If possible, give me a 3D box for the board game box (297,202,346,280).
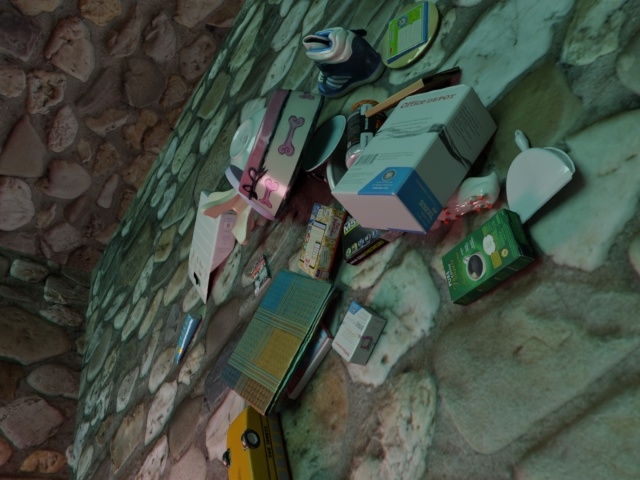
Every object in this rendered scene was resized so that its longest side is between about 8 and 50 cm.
[{"bbox_3d":[0.000,0.000,1.489,0.147,0.045,0.193,27,102,67],"label":"board game box"}]

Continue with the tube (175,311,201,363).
[{"bbox_3d":[-0.524,0.376,2.087,0.207,0.052,0.080,-64,20,16],"label":"tube"}]

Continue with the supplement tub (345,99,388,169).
[{"bbox_3d":[0.127,-0.280,1.454,0.117,0.117,0.190,-29,49,45],"label":"supplement tub"}]

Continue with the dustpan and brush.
[{"bbox_3d":[0.402,-0.144,1.028,0.147,0.060,0.211,-55,38,42],"label":"dustpan and brush"}]

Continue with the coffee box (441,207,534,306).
[{"bbox_3d":[0.312,0.035,1.027,0.184,0.040,0.113,-49,36,42],"label":"coffee box"}]

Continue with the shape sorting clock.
[{"bbox_3d":[0.252,-0.584,1.528,0.206,0.040,0.206,-22,57,38],"label":"shape sorting clock"}]

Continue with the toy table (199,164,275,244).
[{"bbox_3d":[-0.278,-0.122,1.860,0.161,0.252,0.274,-48,47,13],"label":"toy table"}]

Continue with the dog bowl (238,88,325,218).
[{"bbox_3d":[-0.129,-0.283,1.667,0.408,0.150,0.408,-159,90,-82],"label":"dog bowl"}]

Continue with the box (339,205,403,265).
[{"bbox_3d":[0.128,-0.056,1.379,0.190,0.045,0.184,-37,44,39],"label":"box"}]

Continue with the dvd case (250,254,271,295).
[{"bbox_3d":[-0.201,0.115,1.793,0.087,0.013,0.119,-52,34,24],"label":"dvd case"}]

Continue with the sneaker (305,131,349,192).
[{"bbox_3d":[0.026,-0.195,1.572,0.147,0.104,0.296,-45,32,34],"label":"sneaker"}]

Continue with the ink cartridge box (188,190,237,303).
[{"bbox_3d":[-0.438,0.021,2.176,0.308,0.091,0.385,38,120,57],"label":"ink cartridge box"}]

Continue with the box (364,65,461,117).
[{"bbox_3d":[0.228,-0.371,1.345,0.201,0.164,0.021,-17,100,51],"label":"box"}]

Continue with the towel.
[{"bbox_3d":[-0.119,0.261,1.466,0.271,0.040,0.370,15,73,53],"label":"towel"}]

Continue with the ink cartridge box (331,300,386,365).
[{"bbox_3d":[0.089,0.218,1.259,0.122,0.052,0.088,-63,32,4],"label":"ink cartridge box"}]

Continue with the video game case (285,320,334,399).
[{"bbox_3d":[-0.071,0.267,1.494,0.204,0.025,0.285,-58,33,15],"label":"video game case"}]

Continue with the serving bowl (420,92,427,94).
[{"bbox_3d":[0.262,-0.333,1.369,0.083,0.027,0.083,-33,45,41],"label":"serving bowl"}]

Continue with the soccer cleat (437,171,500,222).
[{"bbox_3d":[0.295,-0.089,1.141,0.196,0.068,0.076,-15,43,51],"label":"soccer cleat"}]

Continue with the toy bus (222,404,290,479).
[{"bbox_3d":[-0.153,0.578,1.320,0.108,0.130,0.333,-50,36,24],"label":"toy bus"}]

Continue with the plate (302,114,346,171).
[{"bbox_3d":[0.015,-0.271,1.525,0.188,0.024,0.188,-40,31,30],"label":"plate"}]

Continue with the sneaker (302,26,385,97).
[{"bbox_3d":[0.025,-0.564,1.669,0.323,0.236,0.130,4,74,57],"label":"sneaker"}]

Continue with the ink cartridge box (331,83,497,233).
[{"bbox_3d":[0.204,-0.176,1.178,0.307,0.129,0.223,-53,28,-17],"label":"ink cartridge box"}]

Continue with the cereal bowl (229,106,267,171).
[{"bbox_3d":[-0.244,-0.359,2.036,0.339,0.141,0.339,-35,43,41],"label":"cereal bowl"}]
